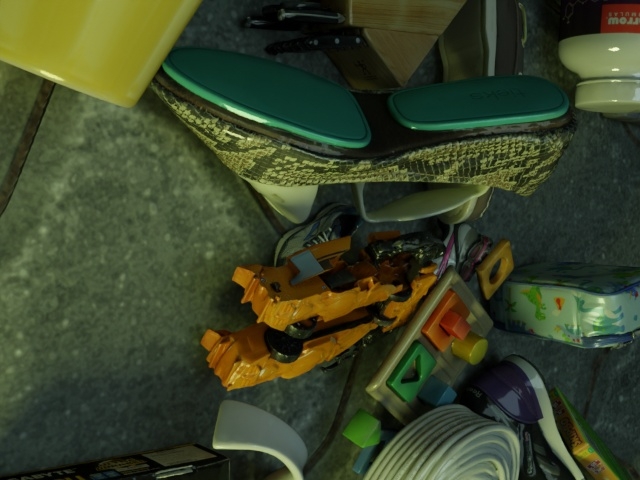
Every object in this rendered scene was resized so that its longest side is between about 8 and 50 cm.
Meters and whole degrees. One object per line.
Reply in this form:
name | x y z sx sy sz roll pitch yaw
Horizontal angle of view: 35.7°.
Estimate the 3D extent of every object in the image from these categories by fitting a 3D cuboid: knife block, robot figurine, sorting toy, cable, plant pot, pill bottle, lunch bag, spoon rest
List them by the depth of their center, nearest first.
plant pot | -0.199 -0.256 0.868 0.254 0.254 0.239 19 96 -39
spoon rest | -0.050 0.273 1.049 0.276 0.084 0.137 81 13 -45
robot figurine | 0.016 0.066 1.112 0.291 0.085 0.211 -14 144 -44
knife block | 0.038 -0.304 1.145 0.242 0.088 0.275 51 63 -30
sorting toy | 0.150 0.144 1.221 0.347 0.047 0.196 -55 146 -10
cable | 0.141 0.326 1.221 0.257 0.089 0.257 -37 134 -25
lunch bag | 0.352 0.080 1.342 0.176 0.219 0.090 -13 102 -39
pill bottle | 0.434 -0.349 1.409 0.182 0.182 0.322 3 91 -40

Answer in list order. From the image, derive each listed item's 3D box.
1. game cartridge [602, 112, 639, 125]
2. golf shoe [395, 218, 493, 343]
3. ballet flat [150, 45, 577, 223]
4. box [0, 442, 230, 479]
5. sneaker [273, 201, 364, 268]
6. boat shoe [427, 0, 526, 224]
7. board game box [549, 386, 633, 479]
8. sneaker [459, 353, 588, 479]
game cartridge | 0.545 -0.357 1.582 0.230 0.068 0.354 5 90 -44
golf shoe | 0.141 0.057 1.278 0.086 0.067 0.186 33 79 6
ballet flat | 0.048 -0.097 1.091 0.483 0.164 0.182 1 128 -18
box | -0.215 0.384 0.985 0.257 0.079 0.321 -2 94 -42
sneaker | 0.000 0.000 1.151 0.135 0.058 0.052 -46 119 -27
boat shoe | 0.208 -0.176 1.279 0.097 0.117 0.324 10 81 -36
board game box | 0.424 0.335 1.485 0.039 0.124 0.259 -38 122 13
sneaker | 0.274 0.309 1.375 0.124 0.107 0.283 -29 98 -24
